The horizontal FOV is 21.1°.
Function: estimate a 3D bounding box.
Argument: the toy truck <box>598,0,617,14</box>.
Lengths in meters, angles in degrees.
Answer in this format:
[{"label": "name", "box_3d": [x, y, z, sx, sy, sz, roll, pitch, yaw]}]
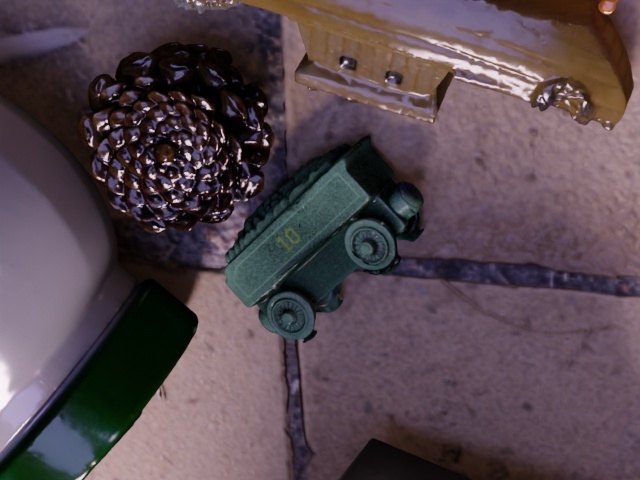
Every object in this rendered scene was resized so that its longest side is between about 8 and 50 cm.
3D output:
[{"label": "toy truck", "box_3d": [0.282, -0.230, 1.011, 0.270, 0.114, 0.135, -16, 108, 25]}]

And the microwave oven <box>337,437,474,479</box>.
[{"label": "microwave oven", "box_3d": [0.050, 0.428, 1.292, 0.236, 0.374, 0.432, 21, 126, 17]}]

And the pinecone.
[{"label": "pinecone", "box_3d": [-0.099, -0.075, 1.213, 0.140, 0.121, 0.140, 7, 115, 17]}]

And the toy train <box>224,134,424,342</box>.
[{"label": "toy train", "box_3d": [0.000, 0.000, 1.254, 0.099, 0.070, 0.172, 47, 122, -1]}]

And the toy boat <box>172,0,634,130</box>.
[{"label": "toy boat", "box_3d": [0.053, -0.144, 1.148, 0.321, 0.089, 0.121, 20, 127, 5]}]

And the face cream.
[{"label": "face cream", "box_3d": [-0.289, 0.026, 1.269, 0.357, 0.219, 0.312, 41, 127, -7]}]
